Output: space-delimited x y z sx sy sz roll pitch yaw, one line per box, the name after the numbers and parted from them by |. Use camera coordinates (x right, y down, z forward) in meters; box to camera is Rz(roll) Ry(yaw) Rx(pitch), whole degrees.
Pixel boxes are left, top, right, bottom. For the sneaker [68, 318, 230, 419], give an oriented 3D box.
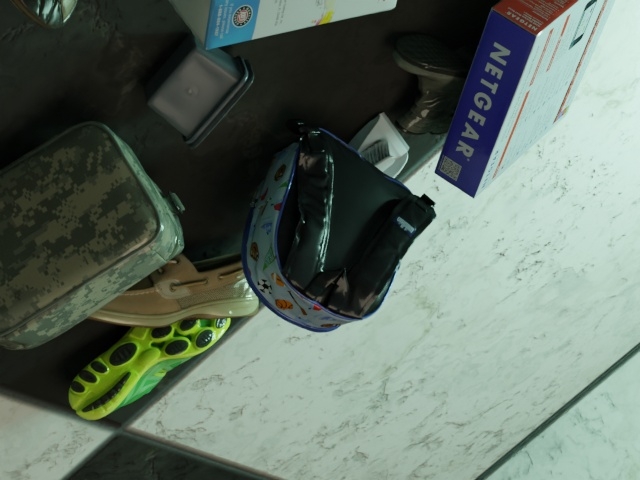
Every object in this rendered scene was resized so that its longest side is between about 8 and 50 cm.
-0.286 0.184 2.258 0.295 0.109 0.123 -33 177 -12 | sneaker

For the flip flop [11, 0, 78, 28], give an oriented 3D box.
-0.368 -0.333 1.498 0.277 0.080 0.112 33 72 -42 | flip flop

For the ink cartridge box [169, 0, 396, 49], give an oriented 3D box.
-0.048 -0.381 1.624 0.270 0.197 0.198 -16 143 -28 | ink cartridge box

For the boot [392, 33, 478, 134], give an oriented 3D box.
0.167 -0.227 2.137 0.246 0.083 0.161 1 134 -51 | boot

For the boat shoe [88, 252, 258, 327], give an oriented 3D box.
-0.242 0.068 2.132 0.341 0.122 0.110 -3 99 -43 | boat shoe

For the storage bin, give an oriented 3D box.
-0.170 -0.211 1.848 0.091 0.098 0.135 36 108 -28 | storage bin

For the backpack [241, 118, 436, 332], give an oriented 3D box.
0.000 0.000 2.070 0.276 0.263 0.213 30 144 -18 | backpack

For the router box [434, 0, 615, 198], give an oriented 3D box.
0.329 -0.270 2.137 0.301 0.082 0.335 -39 156 -40 | router box

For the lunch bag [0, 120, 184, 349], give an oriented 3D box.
-0.340 0.009 1.851 0.305 0.212 0.256 -33 165 1 | lunch bag

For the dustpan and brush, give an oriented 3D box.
0.055 -0.095 2.226 0.211 0.060 0.147 -38 148 4 | dustpan and brush
